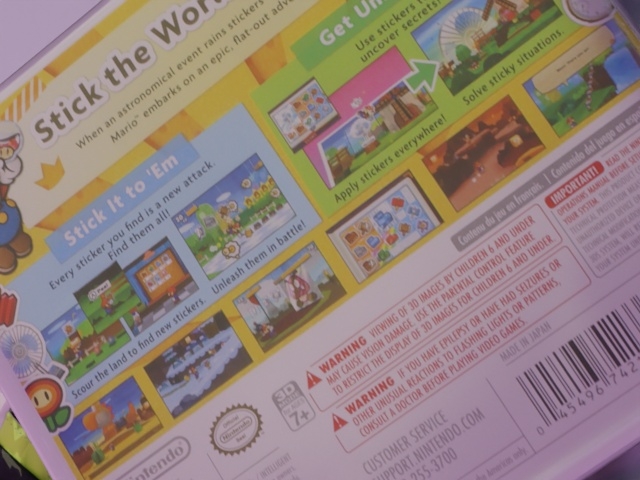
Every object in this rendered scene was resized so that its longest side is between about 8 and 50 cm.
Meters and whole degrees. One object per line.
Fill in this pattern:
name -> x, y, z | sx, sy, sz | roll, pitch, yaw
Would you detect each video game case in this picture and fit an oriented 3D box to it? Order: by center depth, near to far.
video game case -> 0.000, 0.000, 0.519 | 0.227, 0.026, 0.206 | -37, 76, 15

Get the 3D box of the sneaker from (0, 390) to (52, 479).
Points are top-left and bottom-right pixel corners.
sneaker -> -0.075, 0.134, 0.594 | 0.097, 0.084, 0.235 | 15, 99, 32
